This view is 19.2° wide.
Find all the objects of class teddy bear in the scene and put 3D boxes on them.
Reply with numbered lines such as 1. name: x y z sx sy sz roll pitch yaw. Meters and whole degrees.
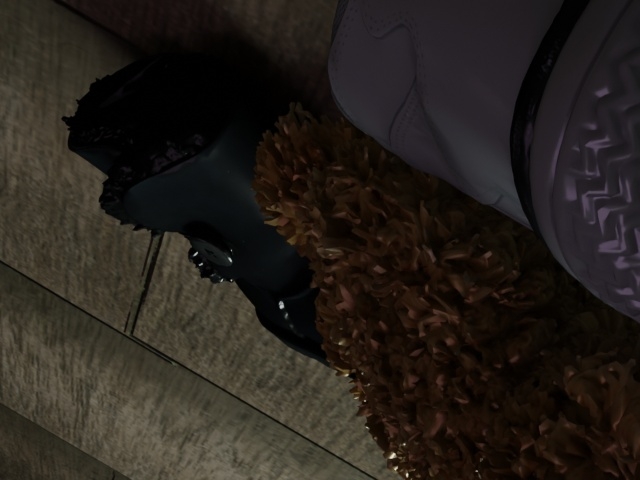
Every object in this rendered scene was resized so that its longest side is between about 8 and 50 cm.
1. teddy bear: 0.063 0.064 0.750 0.338 0.113 0.245 50 159 41

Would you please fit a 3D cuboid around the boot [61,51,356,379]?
1. boot: 0.000 0.000 0.951 0.246 0.094 0.207 18 161 47

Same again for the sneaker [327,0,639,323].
1. sneaker: 0.145 -0.035 0.618 0.365 0.137 0.210 22 -167 -45
